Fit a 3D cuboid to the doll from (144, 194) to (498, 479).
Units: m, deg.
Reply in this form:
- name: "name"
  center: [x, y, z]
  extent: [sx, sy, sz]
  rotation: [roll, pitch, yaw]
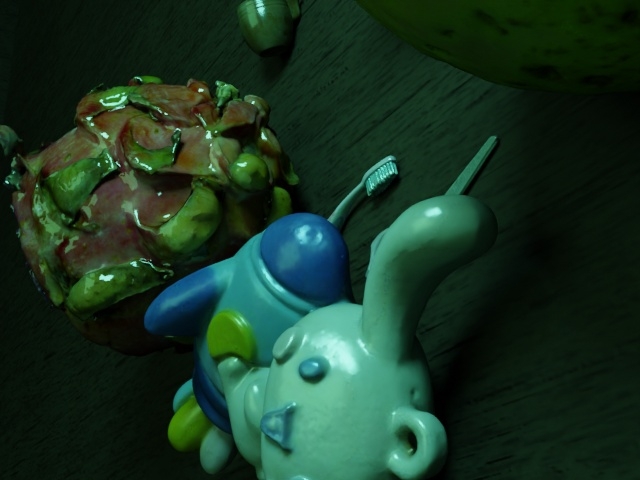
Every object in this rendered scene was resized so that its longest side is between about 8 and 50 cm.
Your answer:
- name: "doll"
  center: [-0.029, 0.116, 0.755]
  extent: [0.365, 0.187, 0.376]
  rotation: [24, 84, 52]

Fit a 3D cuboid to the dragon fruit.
- name: "dragon fruit"
  center: [-0.153, -0.040, 0.946]
  extent: [0.262, 0.314, 0.296]
  rotation: [-28, 62, 31]

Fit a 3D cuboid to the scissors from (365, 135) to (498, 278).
- name: "scissors"
  center: [0.101, -0.017, 0.769]
  extent: [0.189, 0.015, 0.100]
  rotation: [-56, 38, 26]

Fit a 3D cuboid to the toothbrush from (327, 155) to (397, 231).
- name: "toothbrush"
  center: [0.000, 0.000, 0.916]
  extent: [0.269, 0.021, 0.027]
  rotation: [-47, 36, 39]

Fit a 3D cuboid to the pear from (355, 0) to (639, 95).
- name: "pear"
  center: [0.134, -0.269, 0.481]
  extent: [0.391, 0.391, 0.391]
  rotation: [-29, 54, 50]

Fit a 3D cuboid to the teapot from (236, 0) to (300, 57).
- name: "teapot"
  center: [-0.062, -0.274, 1.109]
  extent: [0.110, 0.084, 0.080]
  rotation: [129, 126, -82]
